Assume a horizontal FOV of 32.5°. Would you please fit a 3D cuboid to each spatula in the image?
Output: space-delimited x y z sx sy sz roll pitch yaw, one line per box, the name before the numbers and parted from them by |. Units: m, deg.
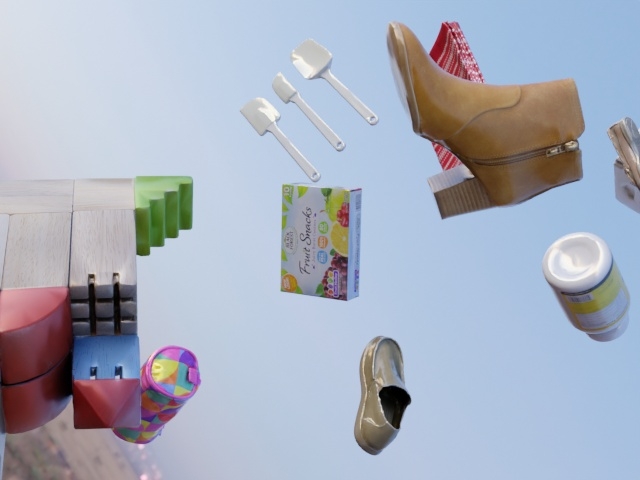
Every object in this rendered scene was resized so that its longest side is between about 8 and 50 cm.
spatula | -0.017 -0.202 1.685 0.019 0.168 0.242 44 4 -47

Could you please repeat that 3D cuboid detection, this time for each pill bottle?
pill bottle | 0.406 0.076 1.652 0.103 0.103 0.184 45 -5 44

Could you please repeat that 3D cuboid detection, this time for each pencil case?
pencil case | -0.273 0.258 1.816 0.104 0.104 0.236 55 -36 11

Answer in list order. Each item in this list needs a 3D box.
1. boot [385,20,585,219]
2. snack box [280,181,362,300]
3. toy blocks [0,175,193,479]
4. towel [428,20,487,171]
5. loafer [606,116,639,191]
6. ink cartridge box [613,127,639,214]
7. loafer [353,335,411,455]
boot | 0.212 -0.172 1.366 0.104 0.211 0.295 -105 174 -58
snack box | 0.000 0.000 1.395 0.100 0.037 0.141 7 -79 30
toy blocks | -0.276 0.065 0.794 0.261 0.381 0.191 -106 -162 -53
towel | 0.240 -0.248 2.018 0.199 0.031 0.275 115 -30 -43
loafer | 0.452 -0.116 1.593 0.039 0.045 0.125 -30 -110 43
ink cartridge box | 0.595 -0.170 1.716 0.121 0.289 0.211 38 -2 23
loafer | 0.074 0.164 1.193 0.056 0.050 0.148 36 43 -30
